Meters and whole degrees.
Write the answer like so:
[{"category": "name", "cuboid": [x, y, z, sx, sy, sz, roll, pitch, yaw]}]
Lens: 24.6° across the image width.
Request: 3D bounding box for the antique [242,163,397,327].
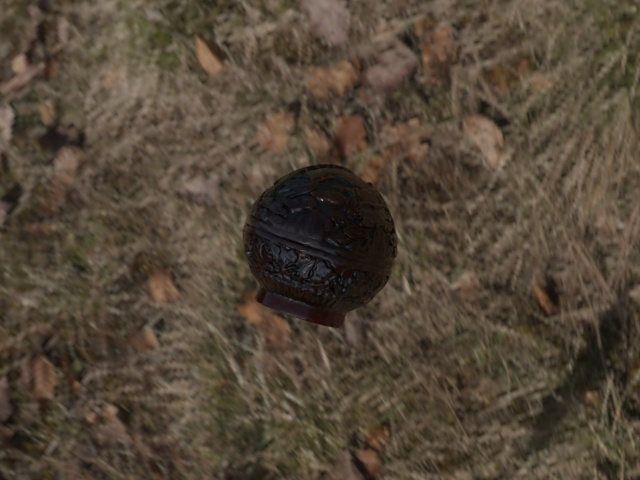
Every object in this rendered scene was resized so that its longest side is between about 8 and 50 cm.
[{"category": "antique", "cuboid": [0.000, 0.000, 0.922, 0.104, 0.104, 0.104, -6, 65, 13]}]
